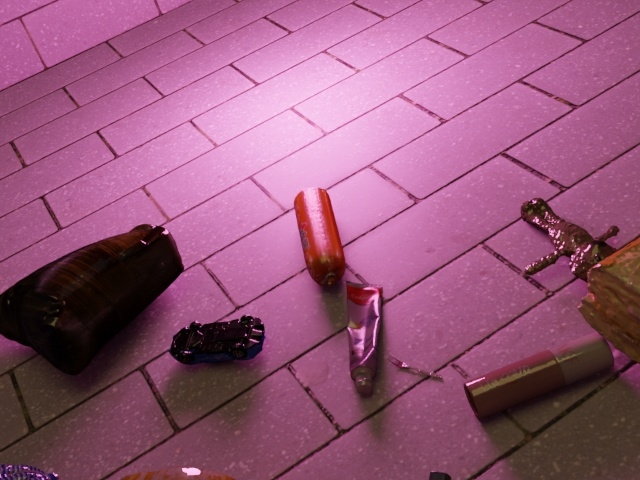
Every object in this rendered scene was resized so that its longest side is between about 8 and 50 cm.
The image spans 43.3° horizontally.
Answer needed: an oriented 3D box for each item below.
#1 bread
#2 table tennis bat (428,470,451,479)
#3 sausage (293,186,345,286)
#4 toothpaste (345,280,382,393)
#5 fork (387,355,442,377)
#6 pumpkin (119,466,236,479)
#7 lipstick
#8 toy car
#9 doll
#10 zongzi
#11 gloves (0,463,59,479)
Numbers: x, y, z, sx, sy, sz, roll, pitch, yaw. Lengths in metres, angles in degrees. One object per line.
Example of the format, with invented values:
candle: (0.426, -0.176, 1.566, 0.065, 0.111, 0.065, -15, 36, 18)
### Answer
bread: (0.661, 0.074, 1.399, 0.375, 0.165, 0.236, -26, 46, -27)
table tennis bat: (0.157, 0.494, 1.242, 0.174, 0.022, 0.301, 3, 45, 24)
sausage: (0.000, 0.000, 1.835, 0.093, 0.093, 0.312, -16, 39, 3)
toothpaste: (0.087, 0.185, 1.619, 0.075, 0.048, 0.301, -14, 36, 13)
fork: (0.179, 0.244, 1.539, 0.115, 0.012, 0.016, 16, 54, 29)
pumpkin: (-0.229, 0.481, 1.192, 0.333, 0.332, 0.199, -15, 32, 4)
lipstick: (0.383, 0.237, 1.417, 0.255, 0.070, 0.070, -21, 39, -3)
toy car: (-0.215, 0.216, 1.687, 0.216, 0.063, 0.103, -10, 38, 20)
doll: (0.520, -0.006, 1.654, 0.203, 0.091, 0.286, 3, 31, 8)
zongzi: (-0.567, 0.101, 1.884, 0.432, 0.207, 0.403, 5, 37, 43)
gloves: (-0.603, 0.480, 1.515, 0.229, 0.097, 0.119, -16, 69, -5)
